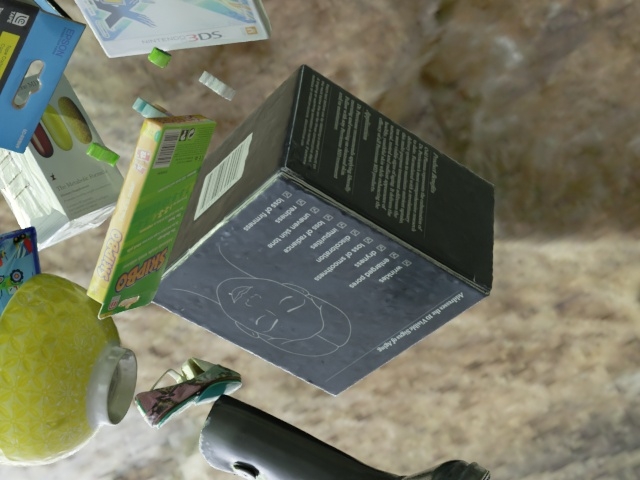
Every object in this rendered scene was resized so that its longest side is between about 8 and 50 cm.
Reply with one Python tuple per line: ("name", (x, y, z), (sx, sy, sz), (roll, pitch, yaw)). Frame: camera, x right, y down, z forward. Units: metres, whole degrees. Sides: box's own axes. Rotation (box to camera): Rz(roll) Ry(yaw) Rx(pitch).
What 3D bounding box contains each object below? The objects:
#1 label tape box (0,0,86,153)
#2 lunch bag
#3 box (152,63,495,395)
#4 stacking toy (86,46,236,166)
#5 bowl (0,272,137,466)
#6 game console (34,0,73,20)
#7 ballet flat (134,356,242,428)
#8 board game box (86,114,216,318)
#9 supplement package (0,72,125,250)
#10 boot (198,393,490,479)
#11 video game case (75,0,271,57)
("label tape box", (-0.531, -0.275, 1.790), (0.334, 0.106, 0.240), (13, -56, -34))
("lunch bag", (-0.512, 0.150, 1.994), (0.221, 0.293, 0.138), (-16, 2, 40))
("box", (0.000, 0.000, 2.464), (0.472, 0.297, 0.480), (31, -46, -22))
("stacking toy", (-0.211, -0.163, 1.757), (0.167, 0.052, 0.221), (-58, -20, 6))
("bowl", (-0.363, 0.203, 1.908), (0.156, 0.289, 0.289), (10, -14, 12))
("game console", (-0.487, -0.379, 2.196), (0.071, 0.122, 0.107), (-48, 12, -15))
("ballet flat", (-0.214, 0.234, 2.084), (0.221, 0.079, 0.077), (-20, -24, -52))
("board game box", (-0.211, -0.030, 1.597), (0.124, 0.039, 0.259), (-15, -53, -63))
("supplement package", (-0.438, -0.131, 2.079), (0.139, 0.244, 0.134), (-28, -4, -43))
("boot", (0.023, 0.351, 2.008), (0.146, 0.445, 0.367), (-54, -16, -28))
("video game case", (-0.267, -0.426, 2.089), (0.300, 0.036, 0.329), (-4, -34, 15))
